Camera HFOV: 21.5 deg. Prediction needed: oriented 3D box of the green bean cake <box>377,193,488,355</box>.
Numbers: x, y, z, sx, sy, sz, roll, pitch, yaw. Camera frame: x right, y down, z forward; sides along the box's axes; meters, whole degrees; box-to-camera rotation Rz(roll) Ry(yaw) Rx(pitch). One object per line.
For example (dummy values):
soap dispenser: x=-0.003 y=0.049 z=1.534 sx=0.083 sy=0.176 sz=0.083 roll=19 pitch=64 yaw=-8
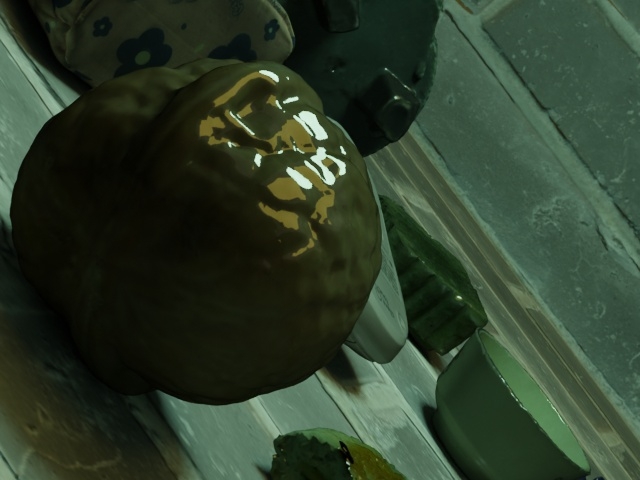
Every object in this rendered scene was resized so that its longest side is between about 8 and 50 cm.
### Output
green bean cake: x=0.119 y=0.041 z=2.183 sx=0.185 sy=0.094 sz=0.183 roll=47 pitch=12 yaw=-22

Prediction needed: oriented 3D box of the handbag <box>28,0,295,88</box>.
handbag: x=-0.174 y=-0.236 z=1.656 sx=0.193 sy=0.190 sz=0.251 roll=44 pitch=5 yaw=40

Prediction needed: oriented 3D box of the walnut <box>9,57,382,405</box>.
walnut: x=-0.083 y=-0.005 z=1.134 sx=0.248 sy=0.248 sz=0.248 roll=50 pitch=11 yaw=-13

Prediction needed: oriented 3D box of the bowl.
bowl: x=0.203 y=0.212 z=1.924 sx=0.211 sy=0.112 sz=0.211 roll=50 pitch=11 yaw=-14

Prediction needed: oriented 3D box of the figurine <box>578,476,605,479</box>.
figurine: x=0.260 y=0.274 z=2.039 sx=0.195 sy=0.111 sz=0.102 roll=57 pitch=-6 yaw=41

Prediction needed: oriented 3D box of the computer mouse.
computer mouse: x=0.000 y=0.000 z=1.758 sx=0.184 sy=0.121 sz=0.296 roll=57 pitch=19 yaw=-50

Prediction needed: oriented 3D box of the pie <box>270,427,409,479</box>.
pie: x=0.067 y=0.269 z=1.279 sx=0.302 sy=0.067 sz=0.302 roll=50 pitch=11 yaw=-14

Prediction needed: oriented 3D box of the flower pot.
flower pot: x=0.023 y=-0.265 z=2.249 sx=0.299 sy=0.299 sz=0.283 roll=47 pitch=8 yaw=-23
